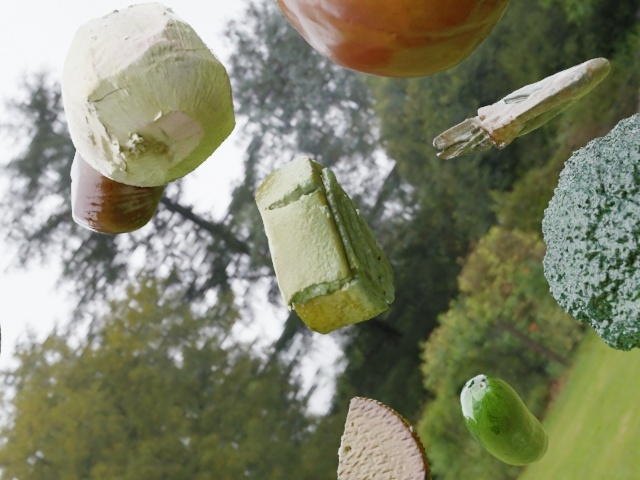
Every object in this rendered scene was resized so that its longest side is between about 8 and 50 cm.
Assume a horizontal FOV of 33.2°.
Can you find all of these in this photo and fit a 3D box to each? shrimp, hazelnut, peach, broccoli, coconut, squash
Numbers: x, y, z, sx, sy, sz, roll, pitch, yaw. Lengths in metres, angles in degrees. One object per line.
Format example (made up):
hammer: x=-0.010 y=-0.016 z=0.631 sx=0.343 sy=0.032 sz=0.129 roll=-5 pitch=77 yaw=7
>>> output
shrimp: x=0.325 y=-0.211 z=1.746 sx=0.317 sy=0.077 sz=0.168 roll=-29 pitch=-3 yaw=18
hazelnut: x=-0.432 y=-0.119 z=2.281 sx=0.181 sy=0.181 sz=0.212 roll=-179 pitch=93 yaw=-68
peach: x=0.111 y=-0.374 z=1.363 sx=0.343 sy=0.302 sz=0.343 roll=-51 pitch=-11 yaw=-14
broccoli: x=0.403 y=-0.008 z=1.294 sx=0.297 sy=0.297 sz=0.297 roll=-35 pitch=47 yaw=50
coconut: x=-0.288 y=-0.235 z=1.812 sx=0.297 sy=0.254 sz=0.297 roll=-17 pitch=-53 yaw=-24
squash: x=0.247 y=0.249 z=1.430 sx=0.082 sy=0.082 sz=0.292 roll=-58 pitch=-32 yaw=-10

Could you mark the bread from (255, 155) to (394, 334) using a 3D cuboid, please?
bread: x=0.000 y=0.000 z=1.510 sx=0.124 sy=0.257 sz=0.186 roll=-27 pitch=-13 yaw=16

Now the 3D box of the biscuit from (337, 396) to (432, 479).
biscuit: x=0.075 y=0.299 z=1.299 sx=0.025 sy=0.126 sz=0.206 roll=13 pitch=-96 yaw=-64
